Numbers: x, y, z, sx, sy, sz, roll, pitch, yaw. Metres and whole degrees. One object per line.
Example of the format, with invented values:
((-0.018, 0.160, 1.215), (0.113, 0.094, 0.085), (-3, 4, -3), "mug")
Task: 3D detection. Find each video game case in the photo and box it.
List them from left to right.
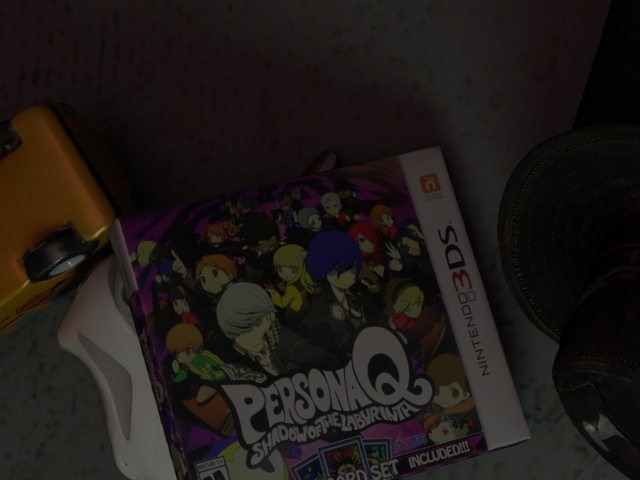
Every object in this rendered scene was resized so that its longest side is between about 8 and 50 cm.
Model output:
((0.000, 0.062, 1.049), (0.232, 0.042, 0.210), (-13, 79, -17), "video game case")

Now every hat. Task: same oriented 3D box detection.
((0.236, 0.078, 0.912), (0.331, 0.331, 0.134), (19, 56, 16), "hat")

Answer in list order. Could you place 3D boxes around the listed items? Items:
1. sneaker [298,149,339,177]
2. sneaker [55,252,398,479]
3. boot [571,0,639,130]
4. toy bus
((0.000, 0.000, 1.122), (0.067, 0.042, 0.118), (29, 81, -10), "sneaker")
((-0.062, 0.152, 1.125), (0.146, 0.122, 0.330), (-40, 82, 35), "sneaker")
((0.161, -0.265, 0.979), (0.445, 0.146, 0.367), (58, 143, 18), "boot")
((-0.275, 0.032, 1.167), (0.333, 0.130, 0.108), (-35, 82, 17), "toy bus")
